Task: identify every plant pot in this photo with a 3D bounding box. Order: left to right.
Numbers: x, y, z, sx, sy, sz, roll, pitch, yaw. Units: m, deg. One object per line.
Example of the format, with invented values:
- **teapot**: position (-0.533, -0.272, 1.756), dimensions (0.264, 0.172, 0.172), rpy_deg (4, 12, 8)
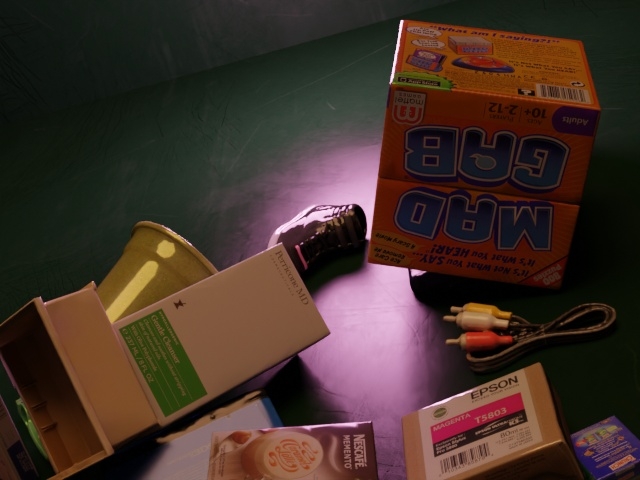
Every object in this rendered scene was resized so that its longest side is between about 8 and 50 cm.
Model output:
- **plant pot**: position (-0.336, 0.149, 2.132), dimensions (0.276, 0.276, 0.254), rpy_deg (13, 52, 45)

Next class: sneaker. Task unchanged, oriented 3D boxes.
- **sneaker**: position (0.000, -0.001, 2.338), dimensions (0.146, 0.105, 0.296), rpy_deg (-6, 25, 31)

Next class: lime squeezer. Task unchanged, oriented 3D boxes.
- **lime squeezer**: position (-0.524, 0.321, 2.128), dimensions (0.110, 0.059, 0.310), rpy_deg (14, 27, -5)

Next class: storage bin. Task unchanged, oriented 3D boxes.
- **storage bin**: position (-0.417, 0.239, 1.810), dimensions (0.260, 0.262, 0.123), rpy_deg (-32, -6, 42)

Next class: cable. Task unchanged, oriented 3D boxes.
- **cable**: position (0.350, 0.151, 1.893), dimensions (0.287, 0.072, 0.139), rpy_deg (-8, 34, 18)

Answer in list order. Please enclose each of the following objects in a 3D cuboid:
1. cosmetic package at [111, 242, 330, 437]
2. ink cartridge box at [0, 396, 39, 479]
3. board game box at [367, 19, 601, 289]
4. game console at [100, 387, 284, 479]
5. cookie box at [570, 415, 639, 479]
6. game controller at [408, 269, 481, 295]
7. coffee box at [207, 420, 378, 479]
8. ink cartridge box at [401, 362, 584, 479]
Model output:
- **cosmetic package**: position (-0.192, 0.172, 1.946), dimensions (0.365, 0.197, 0.155), rpy_deg (-28, -4, -31)
- **ink cartridge box**: position (-0.611, 0.318, 1.981), dimensions (0.224, 0.223, 0.045), rpy_deg (11, 38, 40)
- **board game box**: position (0.294, -0.170, 2.095), dimensions (0.356, 0.356, 0.356), rpy_deg (8, 29, 4)
- **game console**: position (-0.198, 0.373, 1.852), dimensions (0.293, 0.173, 0.250), rpy_deg (-24, 59, -11)
- **cookie box**: position (0.409, 0.308, 1.600), dimensions (0.091, 0.040, 0.107), rpy_deg (-22, 27, -7)
- **game controller**: position (0.250, 0.006, 2.250), dimensions (0.166, 0.067, 0.319), rpy_deg (-26, 24, 14)
- **coffee box**: position (-0.038, 0.354, 1.663), dimensions (0.246, 0.098, 0.141), rpy_deg (-4, 31, 1)
- **ink cartridge box**: position (0.241, 0.299, 1.623), dimensions (0.234, 0.088, 0.193), rpy_deg (-25, 26, 12)
